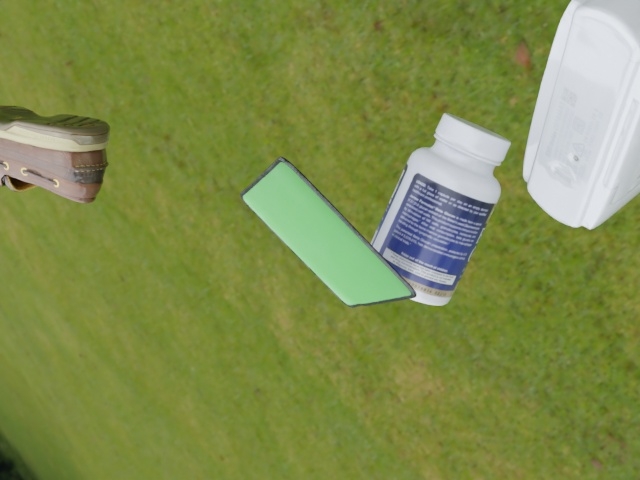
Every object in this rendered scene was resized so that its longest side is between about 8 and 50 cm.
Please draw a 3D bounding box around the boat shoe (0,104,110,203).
[{"bbox_3d":[-0.228,-0.065,0.700,0.178,0.064,0.060,12,108,31],"label":"boat shoe"}]

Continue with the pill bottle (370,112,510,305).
[{"bbox_3d":[0.115,-0.031,0.912,0.094,0.094,0.169,38,110,46],"label":"pill bottle"}]

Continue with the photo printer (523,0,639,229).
[{"bbox_3d":[0.338,-0.178,0.892,0.107,0.307,0.256,43,156,27],"label":"photo printer"}]

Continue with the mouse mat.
[{"bbox_3d":[0.000,0.000,0.811,0.152,0.007,0.190,46,166,-6],"label":"mouse mat"}]
